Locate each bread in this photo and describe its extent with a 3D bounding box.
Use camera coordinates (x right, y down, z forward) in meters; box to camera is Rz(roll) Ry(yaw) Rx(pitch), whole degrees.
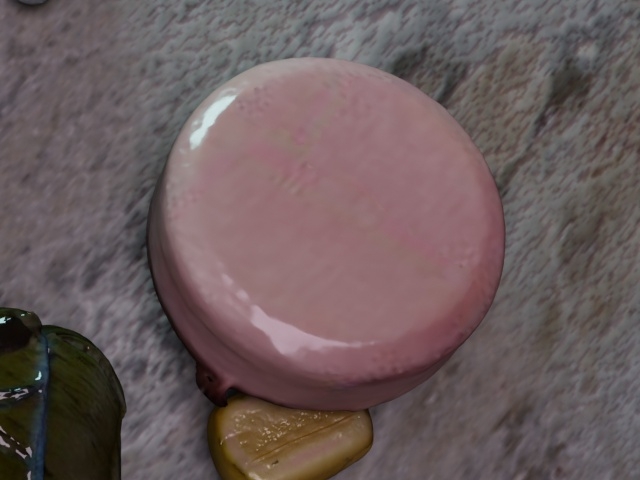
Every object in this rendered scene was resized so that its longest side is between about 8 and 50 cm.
[{"bbox_3d":[-0.023,0.135,1.308,0.115,0.056,0.082,-27,73,-26],"label":"bread"}]

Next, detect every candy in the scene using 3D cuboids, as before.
[{"bbox_3d":[0.000,0.000,1.293,0.255,0.094,0.255,7,64,-14],"label":"candy"}]

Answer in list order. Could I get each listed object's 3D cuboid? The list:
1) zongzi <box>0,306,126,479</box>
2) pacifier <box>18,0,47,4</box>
[{"bbox_3d":[-0.159,0.257,1.216,0.393,0.174,0.356,34,62,-25],"label":"zongzi"},{"bbox_3d":[-0.216,-0.217,1.311,0.150,0.127,0.116,-49,136,-42],"label":"pacifier"}]
